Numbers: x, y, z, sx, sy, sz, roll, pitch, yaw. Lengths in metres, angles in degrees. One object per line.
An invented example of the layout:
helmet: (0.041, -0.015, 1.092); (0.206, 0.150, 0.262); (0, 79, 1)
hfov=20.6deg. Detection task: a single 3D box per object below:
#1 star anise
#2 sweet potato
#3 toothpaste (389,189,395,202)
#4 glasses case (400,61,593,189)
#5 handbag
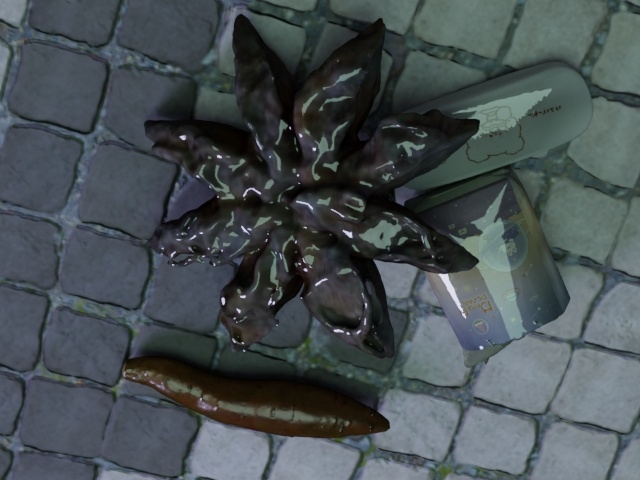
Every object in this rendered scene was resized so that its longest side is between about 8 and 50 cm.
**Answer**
star anise: (-0.014, -0.044, 1.538); (0.331, 0.117, 0.332); (2, 100, 11)
sweet potato: (-0.062, 0.156, 1.692); (0.264, 0.057, 0.057); (10, 114, -5)
toothpaste: (0.000, 0.000, 1.628); (0.164, 0.046, 0.034); (-40, 106, 15)
glasses case: (0.149, -0.103, 1.584); (0.193, 0.049, 0.074); (-18, 115, 7)
handbag: (0.156, 0.024, 1.625); (0.117, 0.095, 0.173); (-20, 106, 16)
